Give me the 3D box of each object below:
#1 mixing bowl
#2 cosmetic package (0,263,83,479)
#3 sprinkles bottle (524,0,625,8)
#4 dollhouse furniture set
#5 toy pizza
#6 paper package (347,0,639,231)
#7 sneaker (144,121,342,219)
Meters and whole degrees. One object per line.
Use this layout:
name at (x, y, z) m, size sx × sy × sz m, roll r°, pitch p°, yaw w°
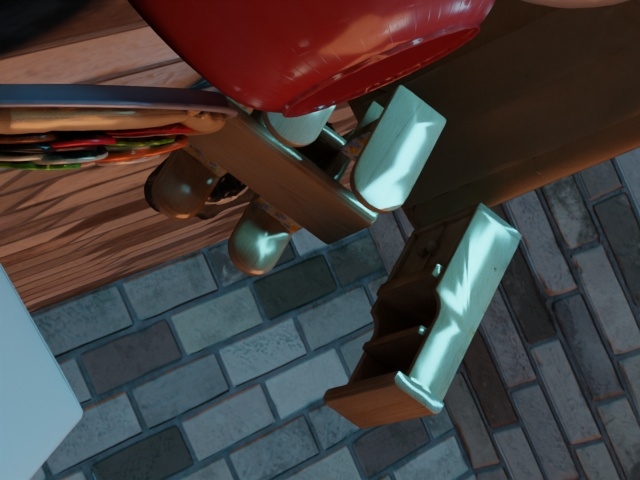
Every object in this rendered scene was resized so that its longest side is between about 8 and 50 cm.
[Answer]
mixing bowl at (0.006, -0.111, 0.590) m, size 0.181 × 0.098 × 0.181 m, roll -24°, pitch 178°, yaw -1°
cosmetic package at (-0.265, 0.096, 0.619) m, size 0.224 × 0.138 × 0.224 m, roll -5°, pitch -148°, yaw 36°
sprinkles bottle at (0.052, -0.127, 0.308) m, size 0.121 × 0.121 × 0.355 m, roll -24°, pitch 178°, yaw 11°
dollhouse furniture set at (0.000, 0.000, 1.064) m, size 0.212 × 0.242 × 0.161 m, roll -25°, pitch -148°, yaw 60°
toy pizza at (-0.135, -0.045, 0.624) m, size 0.201 × 0.032 × 0.201 m, roll -1°, pitch -177°, yaw 0°
paper package at (0.230, -0.154, 1.187) m, size 0.309 × 0.168 × 0.325 m, roll -23°, pitch 180°, yaw 42°
sneaker at (-0.074, -0.068, 1.375) m, size 0.106 × 0.078 × 0.234 m, roll -21°, pitch 177°, yaw 41°
